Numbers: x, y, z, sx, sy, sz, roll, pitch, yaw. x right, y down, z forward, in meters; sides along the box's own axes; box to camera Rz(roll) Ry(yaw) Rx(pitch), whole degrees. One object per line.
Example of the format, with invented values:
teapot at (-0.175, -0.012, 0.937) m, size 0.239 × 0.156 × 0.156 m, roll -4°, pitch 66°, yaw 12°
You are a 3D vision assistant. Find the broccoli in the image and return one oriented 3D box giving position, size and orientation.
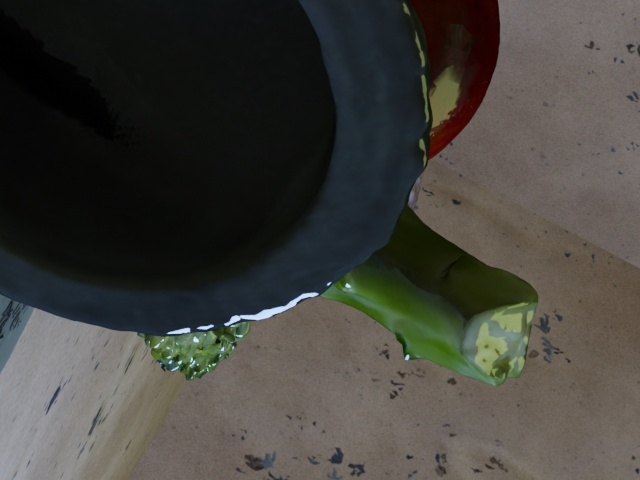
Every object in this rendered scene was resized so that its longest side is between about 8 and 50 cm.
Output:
broccoli at (-0.022, 0.020, 1.376) m, size 0.275 × 0.397 × 0.353 m, roll -12°, pitch 155°, yaw -51°

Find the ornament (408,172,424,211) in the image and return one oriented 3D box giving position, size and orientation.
ornament at (-0.012, -0.085, 1.759) m, size 0.259 × 0.259 × 0.225 m, roll -62°, pitch -177°, yaw -9°

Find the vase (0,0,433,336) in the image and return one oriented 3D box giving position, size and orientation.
vase at (-0.046, -0.143, 0.633) m, size 0.291 × 0.245 × 0.245 m, roll -69°, pitch -176°, yaw -47°

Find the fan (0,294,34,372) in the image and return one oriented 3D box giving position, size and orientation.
fan at (-0.293, 0.148, 1.151) m, size 0.415 × 0.012 × 0.233 m, roll -61°, pitch 177°, yaw -37°

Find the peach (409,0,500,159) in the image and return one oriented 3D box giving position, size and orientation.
peach at (0.024, -0.171, 1.202) m, size 0.275 × 0.245 × 0.249 m, roll -59°, pitch 157°, yaw -31°
